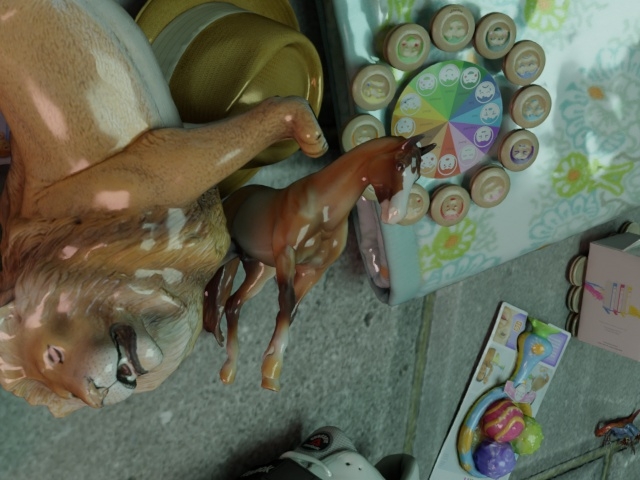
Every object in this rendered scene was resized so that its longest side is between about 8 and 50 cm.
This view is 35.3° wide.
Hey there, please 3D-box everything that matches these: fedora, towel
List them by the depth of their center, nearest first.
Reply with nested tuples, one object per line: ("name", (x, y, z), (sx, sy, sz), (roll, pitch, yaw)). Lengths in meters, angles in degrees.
("fedora", (-0.057, -0.105, 0.721), (0.194, 0.079, 0.194), (-25, 123, -45))
("towel", (0.163, -0.151, 0.854), (0.320, 0.090, 0.375), (-19, 121, -14))

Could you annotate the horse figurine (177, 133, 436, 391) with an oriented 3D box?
("horse figurine", (-0.036, 0.016, 0.708), (0.066, 0.263, 0.175), (25, 74, -23))

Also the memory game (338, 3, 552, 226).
("memory game", (0.102, -0.094, 0.795), (0.186, 0.012, 0.186), (-9, 117, -19))

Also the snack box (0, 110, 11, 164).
("snack box", (-0.210, -0.079, 0.632), (0.178, 0.022, 0.064), (-10, 110, -42))

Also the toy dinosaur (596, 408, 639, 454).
("toy dinosaur", (0.403, 0.256, 1.368), (0.082, 0.047, 0.090), (42, 41, -35))

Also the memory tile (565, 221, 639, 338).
("memory tile", (0.350, 0.049, 1.243), (0.148, 0.012, 0.113), (-28, 123, -36))

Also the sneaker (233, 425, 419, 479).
("sneaker", (-0.031, 0.233, 0.874), (0.330, 0.122, 0.146), (13, 77, -45))

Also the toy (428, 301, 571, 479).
("toy", (0.214, 0.201, 1.128), (0.137, 0.056, 0.237), (24, 85, -39))

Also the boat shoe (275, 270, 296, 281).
("boat shoe", (0.000, 0.000, 0.860), (0.100, 0.035, 0.035), (-57, 135, -13))

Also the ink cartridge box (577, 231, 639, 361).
("ink cartridge box", (0.375, 0.055, 1.195), (0.092, 0.090, 0.143), (-11, 111, -43))

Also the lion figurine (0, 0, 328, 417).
("lion figurine", (-0.144, -0.099, 0.585), (0.240, 0.142, 0.392), (-23, 103, 3))
